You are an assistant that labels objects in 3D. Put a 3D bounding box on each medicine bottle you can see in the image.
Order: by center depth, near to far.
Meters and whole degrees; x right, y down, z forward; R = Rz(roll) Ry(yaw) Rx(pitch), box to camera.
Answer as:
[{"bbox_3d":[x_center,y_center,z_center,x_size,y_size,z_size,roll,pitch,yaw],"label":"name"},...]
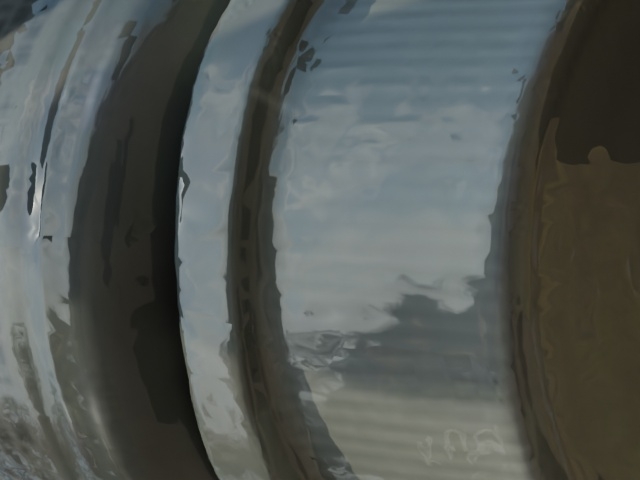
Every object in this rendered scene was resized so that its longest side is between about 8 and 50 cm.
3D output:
[{"bbox_3d":[0.000,0.000,0.556,0.245,0.306,0.245,-4,-85,-47],"label":"medicine bottle"}]
